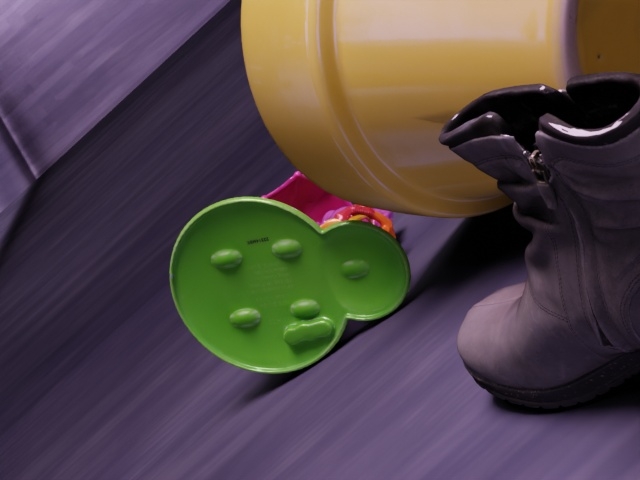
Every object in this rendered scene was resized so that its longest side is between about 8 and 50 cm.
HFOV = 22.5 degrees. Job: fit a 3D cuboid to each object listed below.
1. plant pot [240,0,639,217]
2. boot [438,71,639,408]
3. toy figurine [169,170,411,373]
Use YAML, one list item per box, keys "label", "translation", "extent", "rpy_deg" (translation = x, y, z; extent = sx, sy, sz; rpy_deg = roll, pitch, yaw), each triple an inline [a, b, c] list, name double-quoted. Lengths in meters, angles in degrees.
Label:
- label: "plant pot"
  translation: [0.120, -0.131, 0.966]
  extent: [0.254, 0.254, 0.239]
  rpy_deg: [-48, 33, -21]
- label: "boot"
  translation: [0.111, -0.006, 0.750]
  extent: [0.083, 0.161, 0.246]
  rpy_deg: [-49, 17, -24]
- label: "toy figurine"
  translation: [0.000, 0.000, 1.146]
  extent: [0.173, 0.130, 0.159]
  rpy_deg: [-11, 18, 22]
